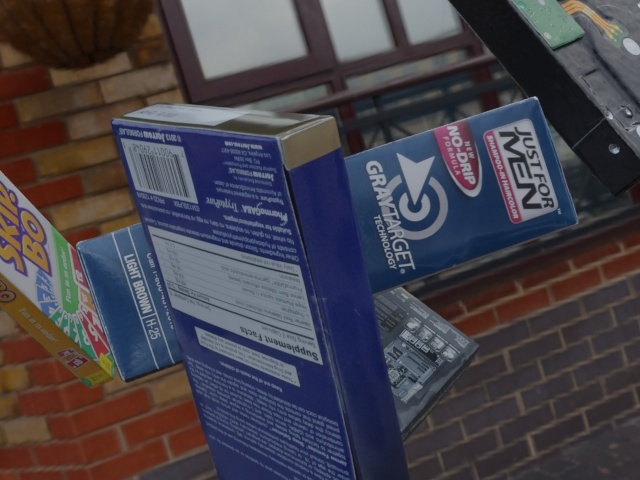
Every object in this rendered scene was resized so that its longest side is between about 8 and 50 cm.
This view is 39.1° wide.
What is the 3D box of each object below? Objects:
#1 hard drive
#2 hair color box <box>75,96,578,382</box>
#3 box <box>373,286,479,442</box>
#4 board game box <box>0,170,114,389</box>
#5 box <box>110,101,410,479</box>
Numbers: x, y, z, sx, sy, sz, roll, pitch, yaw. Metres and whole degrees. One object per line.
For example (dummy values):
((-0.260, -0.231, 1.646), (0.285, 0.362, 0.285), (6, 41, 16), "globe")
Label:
((0.278, -0.226, 0.957), (0.237, 0.339, 0.064), (-29, -12, -37), "hard drive")
((0.000, 0.000, 0.706), (0.347, 0.105, 0.174), (-19, 1, -10), "hair color box")
((0.031, 0.107, 0.980), (0.183, 0.233, 0.059), (-36, -24, -46), "box")
((-0.277, 0.020, 0.844), (0.039, 0.259, 0.124), (-26, 41, 12), "board game box")
((-0.026, 0.047, 0.438), (0.037, 0.225, 0.136), (-27, 26, -35), "box")
